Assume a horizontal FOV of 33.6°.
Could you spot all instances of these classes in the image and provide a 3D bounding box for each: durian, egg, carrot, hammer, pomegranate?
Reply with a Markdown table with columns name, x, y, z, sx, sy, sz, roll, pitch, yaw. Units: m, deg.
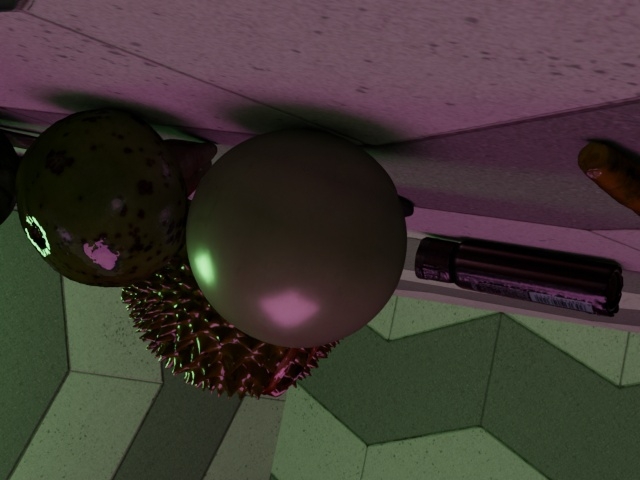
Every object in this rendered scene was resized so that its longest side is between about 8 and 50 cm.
| name | x | y | z | sx | sy | sz | roll | pitch | yaw |
| --- | --- | --- | --- | --- | --- | --- | --- | --- | --- |
| durian | -0.123 | 0.078 | 1.679 | 0.385 | 0.347 | 0.347 | -5 | 176 | -2 |
| egg | -0.024 | -0.003 | 1.056 | 0.219 | 0.219 | 0.269 | 13 | -169 | -20 |
| carrot | 0.270 | -0.048 | 0.908 | 0.042 | 0.042 | 0.171 | 7 | 170 | 42 |
| hammer | -0.358 | -0.130 | 1.498 | 0.297 | 0.027 | 0.125 | 11 | 170 | 7 |
| pomegranate | -0.221 | -0.062 | 1.209 | 0.248 | 0.214 | 0.214 | -32 | -155 | -36 |

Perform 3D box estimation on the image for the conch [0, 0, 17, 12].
| name | x | y | z | sx | sy | sz | roll | pitch | yaw |
| --- | --- | --- | --- | --- | --- | --- | --- | --- | --- |
| conch | -0.243 | -0.153 | 0.534 | 0.153 | 0.102 | 0.135 | -21 | 170 | -14 |

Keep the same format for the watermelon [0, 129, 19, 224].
| name | x | y | z | sx | sy | sz | roll | pitch | yaw |
| --- | --- | --- | --- | --- | --- | --- | --- | --- | --- |
| watermelon | -0.494 | -0.081 | 1.417 | 0.188 | 0.188 | 0.214 | 11 | 160 | 6 |

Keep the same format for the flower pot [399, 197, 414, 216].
| name | x | y | z | sx | sy | sz | roll | pitch | yaw |
| --- | --- | --- | --- | --- | --- | --- | --- | --- | --- |
| flower pot | 0.000 | 0.000 | 1.455 | 0.235 | 0.148 | 0.235 | 13 | 176 | 1 |

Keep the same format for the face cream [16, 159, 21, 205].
| name | x | y | z | sx | sy | sz | roll | pitch | yaw |
| --- | --- | --- | --- | --- | --- | --- | --- | --- | --- |
| face cream | -0.578 | -0.112 | 1.891 | 0.264 | 0.083 | 0.149 | 14 | 172 | -21 |

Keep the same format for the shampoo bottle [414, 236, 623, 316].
| name | x | y | z | sx | sy | sz | roll | pitch | yaw |
| --- | --- | --- | --- | --- | --- | --- | --- | --- | --- |
| shampoo bottle | 0.314 | 0.053 | 1.704 | 0.323 | 0.084 | 0.129 | 10 | 172 | 27 |
